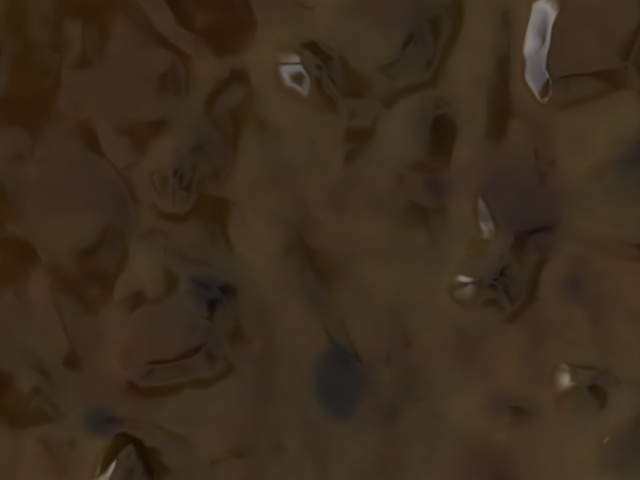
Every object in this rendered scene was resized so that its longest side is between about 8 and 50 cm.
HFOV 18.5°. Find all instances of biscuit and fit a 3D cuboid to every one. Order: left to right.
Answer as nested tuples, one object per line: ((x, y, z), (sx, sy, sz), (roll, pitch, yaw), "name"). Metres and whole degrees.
((-0.001, 0.000, 0.441), (0.046, 0.359, 0.359), (-57, 134, -65), "biscuit")
